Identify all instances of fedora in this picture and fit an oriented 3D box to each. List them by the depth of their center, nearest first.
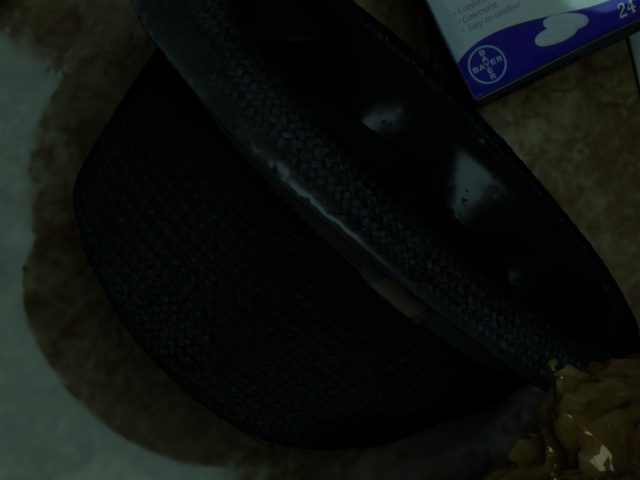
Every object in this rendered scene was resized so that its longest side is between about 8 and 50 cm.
[{"bbox_3d":[0.000,0.000,0.839,0.334,0.334,0.152,45,108,-4],"label":"fedora"}]

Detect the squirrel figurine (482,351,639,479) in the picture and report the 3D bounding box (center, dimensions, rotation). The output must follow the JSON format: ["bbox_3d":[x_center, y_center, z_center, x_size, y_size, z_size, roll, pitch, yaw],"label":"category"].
[{"bbox_3d":[0.124,0.241,0.756,0.370,0.281,0.397,-42,132,15],"label":"squirrel figurine"}]

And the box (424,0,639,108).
[{"bbox_3d":[0.110,-0.160,0.936,0.126,0.072,0.137,-26,87,8],"label":"box"}]

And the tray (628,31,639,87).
[{"bbox_3d":[0.267,-0.050,1.007,0.145,0.030,0.270,-10,82,-18],"label":"tray"}]
